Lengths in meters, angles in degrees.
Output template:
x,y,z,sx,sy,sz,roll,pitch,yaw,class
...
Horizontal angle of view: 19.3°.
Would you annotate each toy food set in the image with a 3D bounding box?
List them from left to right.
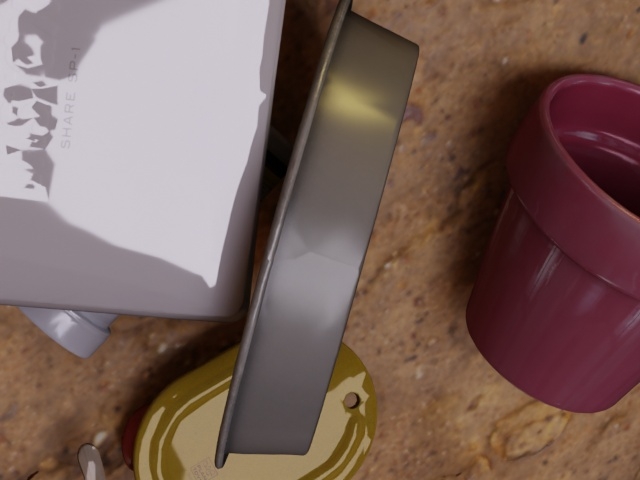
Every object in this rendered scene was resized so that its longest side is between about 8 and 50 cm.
x,y,z,sx,sy,sz,roll,pitch,yaw,class
-0.069,0.140,1.300,0.218,0.071,0.128,-29,103,-15,toy food set

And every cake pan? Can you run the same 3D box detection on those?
x,y,z,sx,sy,sz,roll,pitch,yaw,class
0.000,0.000,1.121,0.054,0.293,0.293,16,111,0,cake pan

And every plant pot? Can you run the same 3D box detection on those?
x,y,z,sx,sy,sz,roll,pitch,yaw,class
0.197,0.013,1.306,0.201,0.201,0.180,6,129,-32,plant pot

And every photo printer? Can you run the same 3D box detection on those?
x,y,z,sx,sy,sz,roll,pitch,yaw,class
-0.179,-0.091,1.017,0.307,0.107,0.256,6,102,-11,photo printer

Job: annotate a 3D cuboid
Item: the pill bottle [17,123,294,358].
x,y,z,sx,sy,sz,roll,pitch,yaw,class
-0.109,-0.019,1.155,0.184,0.103,0.103,-48,129,1,pill bottle
